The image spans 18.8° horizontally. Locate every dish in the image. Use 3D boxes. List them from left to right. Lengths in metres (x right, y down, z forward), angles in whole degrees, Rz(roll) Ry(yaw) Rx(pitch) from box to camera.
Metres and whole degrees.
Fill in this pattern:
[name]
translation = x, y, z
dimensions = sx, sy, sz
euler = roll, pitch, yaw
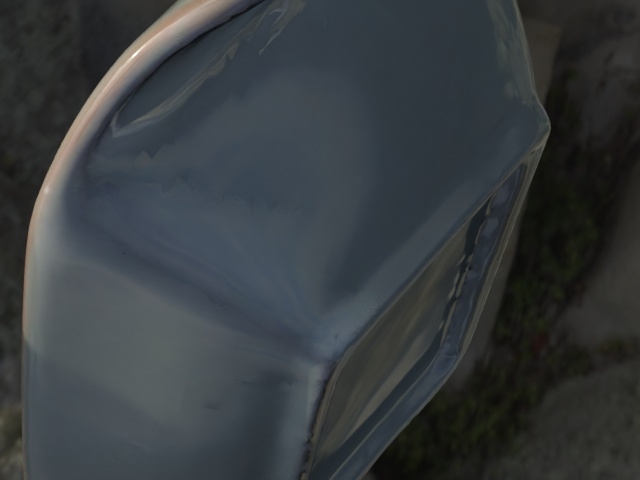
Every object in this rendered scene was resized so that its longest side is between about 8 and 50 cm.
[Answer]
[dish]
translation = 0.000, 0.000, 0.471
dimensions = 0.064, 0.154, 0.234
euler = 35, 150, 15
